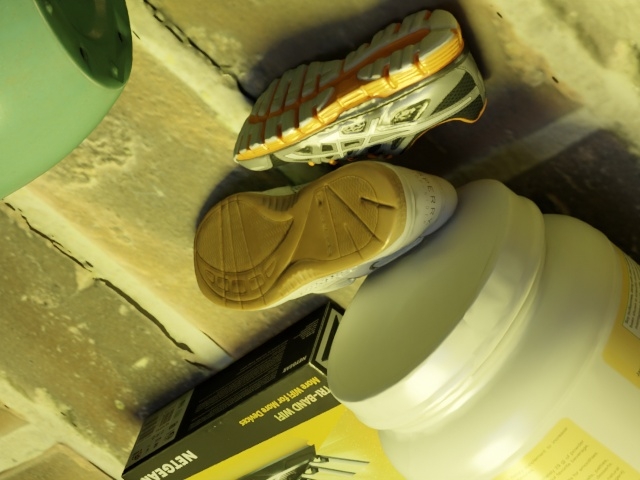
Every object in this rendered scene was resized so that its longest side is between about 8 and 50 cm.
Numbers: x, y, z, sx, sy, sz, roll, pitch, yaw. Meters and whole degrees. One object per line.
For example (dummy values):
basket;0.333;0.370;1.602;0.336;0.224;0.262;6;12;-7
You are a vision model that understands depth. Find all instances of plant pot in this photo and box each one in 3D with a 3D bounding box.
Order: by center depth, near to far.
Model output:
plant pot;-0.271;-0.151;0.953;0.235;0.293;0.293;-18;127;13

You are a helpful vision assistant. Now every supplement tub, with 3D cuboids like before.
supplement tub;0.195;0.130;1.084;0.331;0.241;0.241;37;133;-17

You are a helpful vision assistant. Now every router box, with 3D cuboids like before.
router box;-0.008;0.214;1.353;0.243;0.081;0.309;38;133;-19

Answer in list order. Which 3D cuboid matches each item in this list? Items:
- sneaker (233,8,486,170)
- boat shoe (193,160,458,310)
sneaker;0.026;-0.092;1.041;0.215;0.084;0.083;-19;130;33
boat shoe;0.000;0.000;1.128;0.096;0.098;0.277;-4;174;-40
